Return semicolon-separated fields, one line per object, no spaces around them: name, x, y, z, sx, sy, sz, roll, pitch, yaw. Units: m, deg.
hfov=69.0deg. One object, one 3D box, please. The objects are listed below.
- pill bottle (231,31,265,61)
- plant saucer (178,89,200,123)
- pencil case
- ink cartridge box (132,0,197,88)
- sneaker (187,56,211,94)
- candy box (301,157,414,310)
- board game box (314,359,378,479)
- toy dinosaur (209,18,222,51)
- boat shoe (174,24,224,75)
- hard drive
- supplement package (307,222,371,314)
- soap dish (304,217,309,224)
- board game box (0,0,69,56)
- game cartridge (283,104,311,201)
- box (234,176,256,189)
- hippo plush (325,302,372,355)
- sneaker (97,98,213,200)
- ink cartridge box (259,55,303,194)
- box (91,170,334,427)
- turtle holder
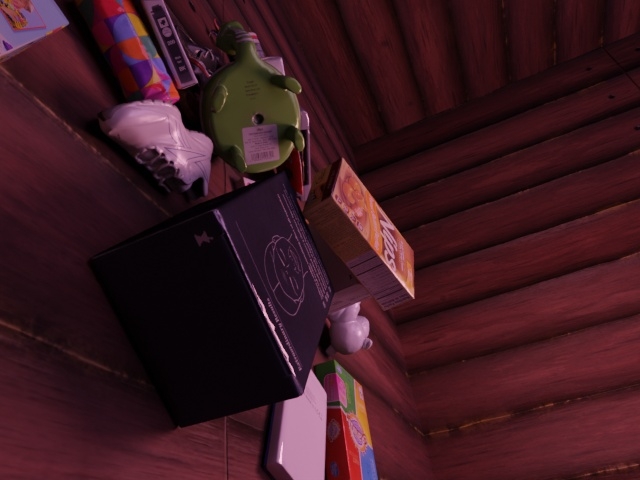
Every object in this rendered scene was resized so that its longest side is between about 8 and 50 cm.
pill bottle;-0.236;-0.603;1.594;0.108;0.108;0.180;-49;118;-74
plant saucer;-0.312;-0.324;1.122;0.083;0.015;0.083;-20;90;-76
pencil case;-0.350;-0.347;0.848;0.104;0.104;0.236;-67;135;-70
ink cartridge box;-0.320;-0.409;0.922;0.206;0.045;0.208;37;-29;59
sneaker;-0.306;-0.399;1.204;0.158;0.061;0.064;43;57;-60
candy box;0.098;-0.013;1.065;0.316;0.088;0.183;49;30;-23
board game box;0.075;0.531;1.311;0.242;0.064;0.316;54;21;-48
toy dinosaur;-0.305;-0.631;1.453;0.082;0.090;0.047;18;22;-14
boat shoe;-0.309;-0.483;1.227;0.233;0.079;0.084;42;33;-59
hard drive;-0.046;0.421;1.059;0.318;0.040;0.210;-86;152;-59
supplement package;0.000;0.074;1.201;0.145;0.262;0.204;21;49;-53
soap dish;0.000;0.000;1.488;0.229;0.118;0.291;42;18;0
board game box;-0.387;-0.204;0.417;0.275;0.142;0.144;-89;154;-55
game cartridge;-0.087;-0.296;1.459;0.198;0.062;0.297;-117;-160;-50
box;-0.145;-0.084;1.281;0.186;0.038;0.145;12;58;-56
hippo plush;0.099;0.228;1.468;0.294;0.234;0.236;-25;94;-76
sneaker;-0.279;-0.160;0.853;0.297;0.111;0.129;24;54;-69
ink cartridge box;-0.160;-0.342;1.409;0.308;0.091;0.385;-140;-141;-64
box;-0.142;0.070;0.826;0.395;0.212;0.293;-61;130;-73
turtle holder;-0.197;-0.325;1.121;0.320;0.243;0.227;54;-11;-32
